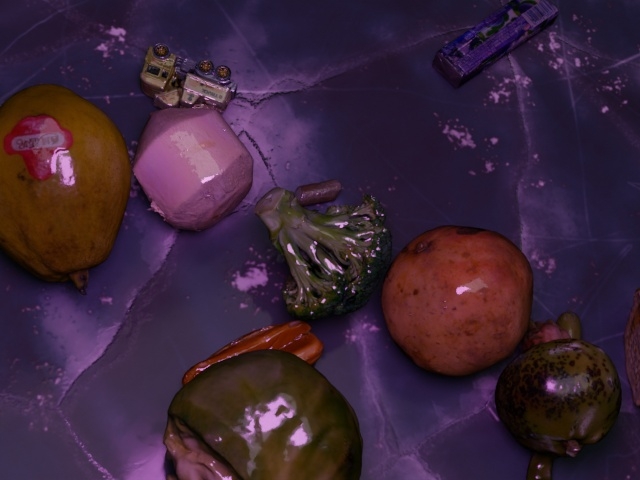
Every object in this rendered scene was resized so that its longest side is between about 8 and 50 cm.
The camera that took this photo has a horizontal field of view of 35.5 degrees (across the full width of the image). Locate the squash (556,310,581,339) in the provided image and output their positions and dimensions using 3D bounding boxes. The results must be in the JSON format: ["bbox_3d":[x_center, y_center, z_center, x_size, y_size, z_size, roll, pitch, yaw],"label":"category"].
[{"bbox_3d":[0.474,0.221,1.910,0.052,0.052,0.183,8,70,-6],"label":"squash"}]

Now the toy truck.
[{"bbox_3d":[-0.267,-0.303,1.984,0.191,0.085,0.116,19,71,-4],"label":"toy truck"}]

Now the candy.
[{"bbox_3d":[0.379,-0.440,2.158,0.312,0.061,0.088,-35,76,-21],"label":"candy"}]

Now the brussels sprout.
[{"bbox_3d":[-0.073,0.361,1.627,0.315,0.276,0.371,-18,88,-25],"label":"brussels sprout"}]

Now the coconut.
[{"bbox_3d":[-0.245,-0.143,1.856,0.234,0.224,0.224,40,67,6],"label":"coconut"}]

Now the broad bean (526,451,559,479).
[{"bbox_3d":[0.397,0.451,1.800,0.070,0.048,0.213,25,63,2],"label":"broad bean"}]

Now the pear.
[{"bbox_3d":[-0.467,-0.083,1.761,0.287,0.287,0.375,-15,84,-15],"label":"pear"}]

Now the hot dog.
[{"bbox_3d":[-0.125,0.223,1.795,0.269,0.072,0.115,-22,74,-16],"label":"hot dog"}]

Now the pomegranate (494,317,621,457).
[{"bbox_3d":[0.429,0.262,1.801,0.222,0.276,0.204,-26,101,20],"label":"pomegranate"}]

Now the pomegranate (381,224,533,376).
[{"bbox_3d":[0.247,0.107,1.801,0.281,0.281,0.281,3,67,-8],"label":"pomegranate"}]

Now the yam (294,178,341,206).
[{"bbox_3d":[-0.007,-0.093,1.962,0.094,0.043,0.043,-10,70,-14],"label":"yam"}]

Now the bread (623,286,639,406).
[{"bbox_3d":[0.701,0.210,1.870,0.252,0.238,0.196,1,30,-4],"label":"bread"}]

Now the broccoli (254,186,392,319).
[{"bbox_3d":[0.000,0.000,1.812,0.269,0.269,0.254,45,98,10],"label":"broccoli"}]
